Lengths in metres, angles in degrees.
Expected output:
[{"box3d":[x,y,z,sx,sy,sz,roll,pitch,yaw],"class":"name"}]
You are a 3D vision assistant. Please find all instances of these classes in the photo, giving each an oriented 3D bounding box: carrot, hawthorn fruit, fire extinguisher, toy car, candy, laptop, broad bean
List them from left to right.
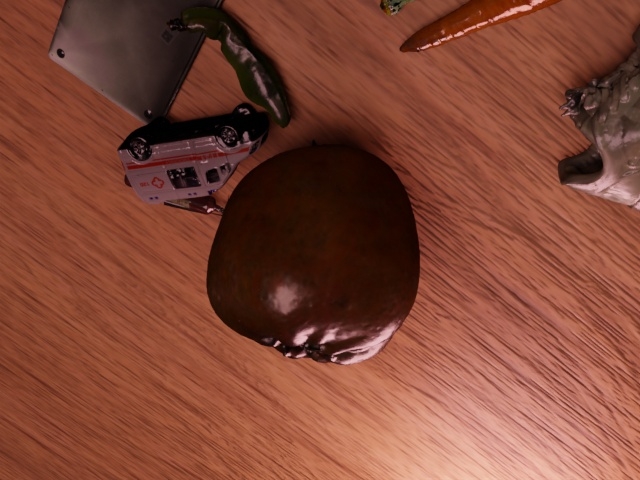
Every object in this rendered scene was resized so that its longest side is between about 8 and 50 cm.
[{"box3d":[-0.243,-0.294,0.880,0.187,0.015,0.269,34,125,-5],"class":"laptop"},{"box3d":[-0.209,-0.063,1.004,0.173,0.035,0.049,20,121,8],"class":"fire extinguisher"},{"box3d":[-0.163,-0.114,0.916,0.210,0.089,0.108,-6,118,15],"class":"toy car"},{"box3d":[-0.101,-0.229,0.857,0.195,0.046,0.061,40,96,-18],"class":"broad bean"},{"box3d":[0.000,0.000,0.849,0.268,0.301,0.268,2,162,1],"class":"hawthorn fruit"},{"box3d":[0.110,-0.283,0.778,0.083,0.025,0.023,-15,144,15],"class":"candy"},{"box3d":[0.199,-0.261,0.740,0.257,0.061,0.061,-25,111,32],"class":"carrot"}]

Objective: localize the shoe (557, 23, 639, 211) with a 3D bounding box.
[{"box3d":[0.338,-0.160,0.722,0.149,0.109,0.293,6,127,7],"class":"shoe"}]
